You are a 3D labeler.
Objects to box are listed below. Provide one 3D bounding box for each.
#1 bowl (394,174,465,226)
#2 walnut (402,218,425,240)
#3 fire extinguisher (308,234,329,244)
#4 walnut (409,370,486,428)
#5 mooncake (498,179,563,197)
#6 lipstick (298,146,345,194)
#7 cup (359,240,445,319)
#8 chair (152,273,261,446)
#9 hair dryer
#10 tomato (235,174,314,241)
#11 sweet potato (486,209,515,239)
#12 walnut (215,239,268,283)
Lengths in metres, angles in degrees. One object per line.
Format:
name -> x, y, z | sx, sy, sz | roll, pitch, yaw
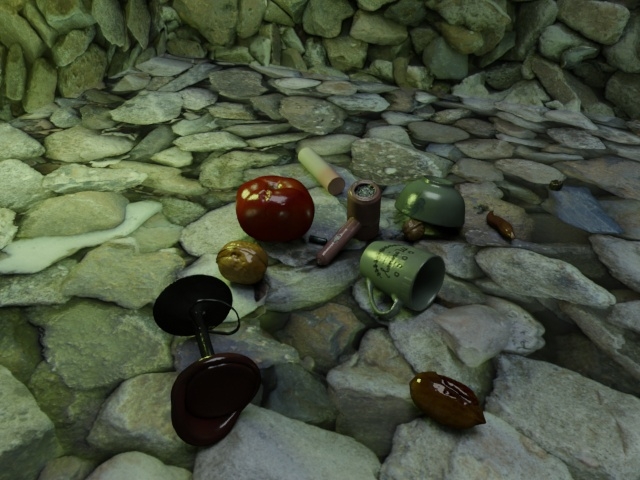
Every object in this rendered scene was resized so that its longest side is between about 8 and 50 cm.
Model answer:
bowl -> 0.446, -0.171, 2.103 | 0.289, 0.146, 0.289 | 10, 20, -4
walnut -> 0.353, -0.041, 2.021 | 0.096, 0.082, 0.079 | -16, 62, -45
fire extinguisher -> 0.000, 0.000, 1.982 | 0.083, 0.025, 0.038 | 13, 12, 14
walnut -> 0.318, 0.402, 1.338 | 0.207, 0.116, 0.115 | 25, 40, 29
mooncake -> 0.935, -0.230, 2.383 | 0.346, 0.057, 0.150 | -17, 25, -37
lipstick -> 0.001, -0.315, 2.393 | 0.087, 0.087, 0.327 | -12, 37, -22
cup -> 0.231, 0.127, 1.708 | 0.234, 0.186, 0.258 | 22, 65, 39
chair -> -0.287, 0.291, 1.353 | 0.226, 0.227, 0.401 | -10, 37, -18
hair dryer -> 0.096, -0.041, 1.917 | 0.125, 0.210, 0.352 | 27, 55, 23
tomato -> -0.164, -0.109, 1.952 | 0.298, 0.226, 0.299 | -1, 27, 0
sweet potato -> 0.715, -0.057, 2.103 | 0.055, 0.058, 0.202 | -43, 33, 9
walnut -> -0.257, 0.070, 1.758 | 0.180, 0.144, 0.144 | 4, 34, 10
